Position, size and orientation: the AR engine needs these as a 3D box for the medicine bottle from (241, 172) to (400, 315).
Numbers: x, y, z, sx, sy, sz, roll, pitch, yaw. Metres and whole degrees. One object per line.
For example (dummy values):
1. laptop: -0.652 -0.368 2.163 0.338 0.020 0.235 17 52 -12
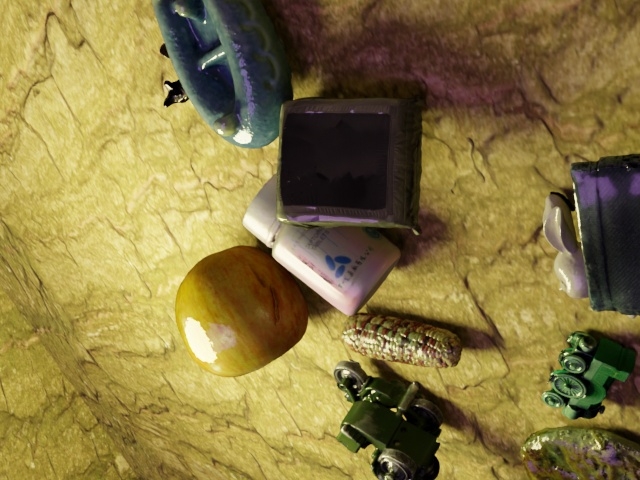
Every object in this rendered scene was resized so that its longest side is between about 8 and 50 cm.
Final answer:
1. medicine bottle: 0.000 0.000 1.510 0.254 0.152 0.152 39 145 8

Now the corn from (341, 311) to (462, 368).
1. corn: 0.153 0.185 1.607 0.253 0.086 0.086 5 130 39

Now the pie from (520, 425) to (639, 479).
1. pie: 0.482 0.428 1.529 0.277 0.078 0.277 26 143 22

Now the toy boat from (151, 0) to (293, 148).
1. toy boat: -0.170 -0.292 1.372 0.215 0.123 0.330 -11 107 48

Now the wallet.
1. wallet: 0.485 -0.010 1.035 0.342 0.075 0.237 -1 127 28

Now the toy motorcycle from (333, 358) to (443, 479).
1. toy motorcycle: 0.120 0.366 1.722 0.275 0.205 0.127 25 142 17

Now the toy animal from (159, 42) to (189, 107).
1. toy animal: -0.201 -0.261 1.518 0.202 0.070 0.105 31 128 22

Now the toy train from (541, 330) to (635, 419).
1. toy train: 0.419 0.218 1.388 0.104 0.071 0.178 22 139 12

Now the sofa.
1. sofa: 0.051 -0.111 1.331 0.225 0.176 0.210 0 88 15

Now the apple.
1. apple: -0.164 0.134 1.731 0.264 0.264 0.264 27 141 24

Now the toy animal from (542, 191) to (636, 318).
1. toy animal: 0.377 0.025 1.233 0.182 0.131 0.127 28 110 10
